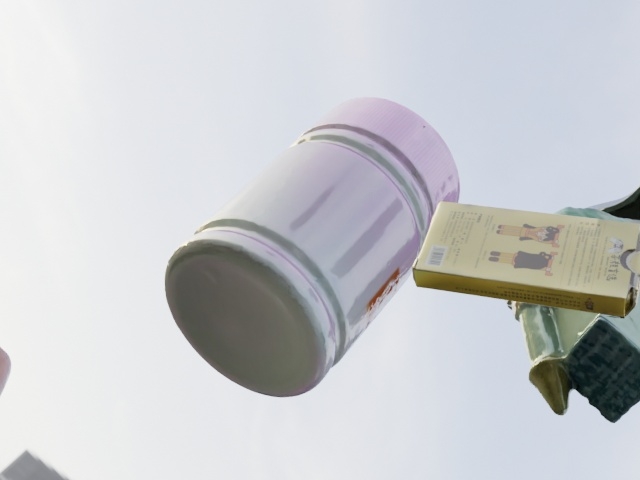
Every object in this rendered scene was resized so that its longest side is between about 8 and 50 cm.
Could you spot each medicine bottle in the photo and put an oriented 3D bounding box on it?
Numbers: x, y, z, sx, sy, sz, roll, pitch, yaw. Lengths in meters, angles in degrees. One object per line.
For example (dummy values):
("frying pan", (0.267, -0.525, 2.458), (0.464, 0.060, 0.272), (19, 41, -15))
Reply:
("medicine bottle", (0.000, 0.000, 1.153), (0.202, 0.316, 0.202), (22, -46, 24))

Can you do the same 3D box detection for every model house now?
("model house", (0.391, 0.149, 1.303), (0.267, 0.324, 0.194), (12, -45, -16))

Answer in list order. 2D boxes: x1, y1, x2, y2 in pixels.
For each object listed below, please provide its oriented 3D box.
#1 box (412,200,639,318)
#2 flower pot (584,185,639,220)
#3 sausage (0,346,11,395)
("box", (0.142, 0.011, 0.715), (0.149, 0.073, 0.020), (8, -44, 21))
("flower pot", (0.458, -0.015, 1.651), (0.229, 0.108, 0.103), (-29, -93, 25))
("sausage", (-0.365, 0.165, 1.086), (0.062, 0.154, 0.062), (2, -56, 2))
